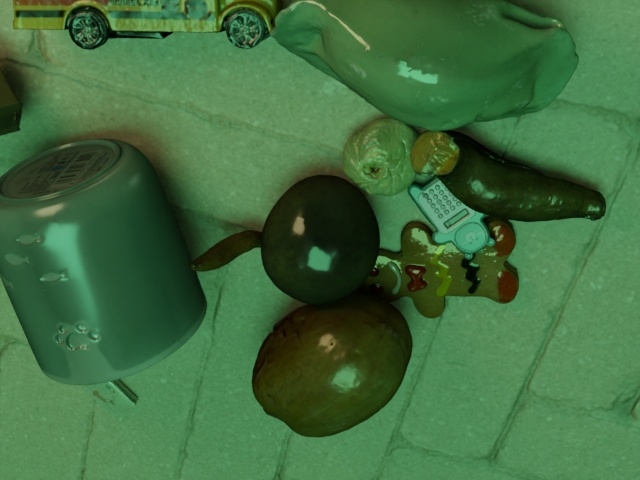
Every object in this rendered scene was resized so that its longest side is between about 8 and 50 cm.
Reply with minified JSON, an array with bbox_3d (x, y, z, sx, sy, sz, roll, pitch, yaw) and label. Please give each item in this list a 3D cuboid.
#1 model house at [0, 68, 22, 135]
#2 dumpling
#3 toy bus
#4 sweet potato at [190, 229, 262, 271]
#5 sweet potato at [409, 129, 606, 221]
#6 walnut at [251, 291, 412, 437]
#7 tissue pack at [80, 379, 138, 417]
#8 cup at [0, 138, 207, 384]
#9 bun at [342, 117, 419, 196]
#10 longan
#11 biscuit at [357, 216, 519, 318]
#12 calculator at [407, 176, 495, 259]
[{"bbox_3d":[-0.544,-0.171,1.494,0.176,0.181,0.248,62,149,16],"label":"model house"},{"bbox_3d":[0.138,-0.242,1.317,0.321,0.270,0.211,36,99,12],"label":"dumpling"},{"bbox_3d":[-0.217,-0.312,1.359,0.336,0.121,0.123,2,109,7],"label":"toy bus"},{"bbox_3d":[-0.116,0.008,1.545,0.179,0.044,0.044,-20,129,-32],"label":"sweet potato"},{"bbox_3d":[0.252,-0.074,1.444,0.286,0.085,0.112,22,165,-12],"label":"sweet potato"},{"bbox_3d":[0.005,0.190,1.592,0.203,0.203,0.298,43,124,-18],"label":"walnut"},{"bbox_3d":[-0.361,0.247,1.778,0.056,0.023,0.108,-31,113,23],"label":"tissue pack"},{"bbox_3d":[-0.359,0.009,1.526,0.357,0.259,0.274,11,127,39],"label":"cup"},{"bbox_3d":[0.087,-0.111,1.468,0.115,0.069,0.115,3,122,4],"label":"bun"},{"bbox_3d":[0.000,0.000,1.500,0.167,0.167,0.187,7,98,4],"label":"longan"},{"bbox_3d":[0.168,0.047,1.575,0.250,0.036,0.165,-6,119,12],"label":"biscuit"},{"bbox_3d":[0.189,-0.037,1.509,0.094,0.019,0.141,-36,97,16],"label":"calculator"}]
